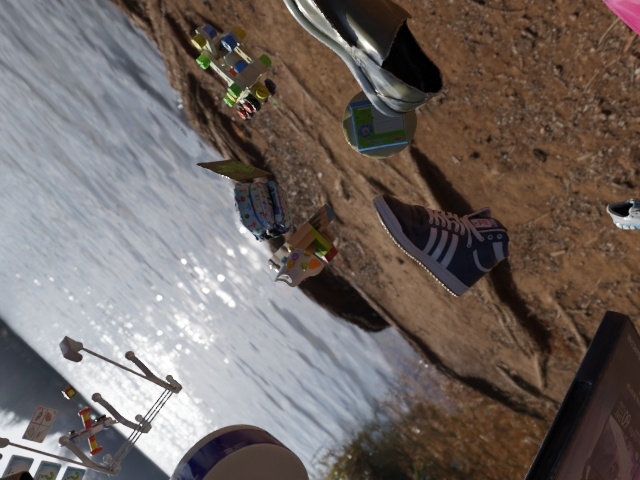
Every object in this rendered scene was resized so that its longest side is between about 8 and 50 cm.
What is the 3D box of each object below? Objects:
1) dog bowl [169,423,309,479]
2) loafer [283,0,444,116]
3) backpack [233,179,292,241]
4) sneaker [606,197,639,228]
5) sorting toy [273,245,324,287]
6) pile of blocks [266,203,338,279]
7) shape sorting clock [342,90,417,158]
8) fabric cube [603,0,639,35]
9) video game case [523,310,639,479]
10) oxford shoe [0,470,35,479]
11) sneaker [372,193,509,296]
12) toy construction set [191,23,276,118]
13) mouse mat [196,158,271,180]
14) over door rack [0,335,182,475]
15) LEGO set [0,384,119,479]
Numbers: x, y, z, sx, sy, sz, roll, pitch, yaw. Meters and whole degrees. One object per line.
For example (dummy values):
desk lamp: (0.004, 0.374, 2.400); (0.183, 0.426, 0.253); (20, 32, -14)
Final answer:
dog bowl: (-0.154, 0.498, 1.082); (0.265, 0.265, 0.104); (55, 157, -23)
loafer: (0.053, -0.234, 0.596); (0.251, 0.094, 0.087); (39, 161, -36)
backpack: (-0.161, -0.091, 1.533); (0.173, 0.117, 0.158); (39, -144, -69)
sneaker: (0.722, -0.062, 1.237); (0.083, 0.071, 0.191); (24, 163, -35)
sorting toy: (-0.051, 0.054, 1.059); (0.083, 0.075, 0.045); (12, 146, 37)
pile of blocks: (0.000, 0.000, 1.377); (0.112, 0.362, 0.149); (45, 113, -2)
shape sorting clock: (0.164, -0.328, 1.579); (0.206, 0.040, 0.206); (2, 114, 5)
fabric cube: (0.627, -0.399, 0.793); (0.259, 0.254, 0.258); (31, -179, -18)
video game case: (0.247, 0.229, 0.522); (0.026, 0.274, 0.196); (13, 154, 51)
oxford shoe: (-0.474, 0.558, 0.952); (0.348, 0.130, 0.123); (58, -170, 3)
sneaker: (0.224, -0.023, 1.000); (0.282, 0.153, 0.099); (39, -158, -32)
toy construction set: (-0.209, -0.418, 1.390); (0.215, 0.151, 0.327); (44, -174, -14)
mouse mat: (-0.249, -0.208, 1.655); (0.153, 0.190, 0.007); (22, 110, 21)
over door rack: (-0.462, 0.329, 1.129); (0.108, 0.239, 0.324); (32, 173, 38)
LEGO set: (-0.575, 0.459, 1.274); (0.060, 0.244, 0.182); (3, 155, 46)
